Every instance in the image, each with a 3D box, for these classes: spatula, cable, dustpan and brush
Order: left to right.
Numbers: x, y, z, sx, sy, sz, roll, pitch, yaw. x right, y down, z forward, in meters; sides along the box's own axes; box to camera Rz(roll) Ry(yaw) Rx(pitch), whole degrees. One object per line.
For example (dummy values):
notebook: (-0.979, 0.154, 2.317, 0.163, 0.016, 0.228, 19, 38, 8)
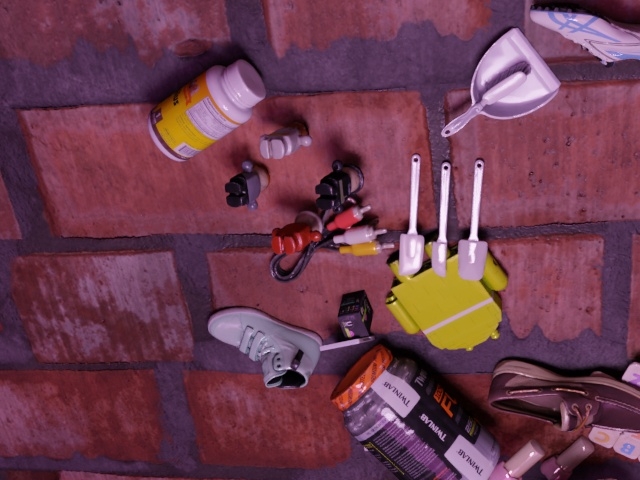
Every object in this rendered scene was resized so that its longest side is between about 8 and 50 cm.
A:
cable: (0.000, 0.000, 1.880, 0.287, 0.072, 0.139, -23, 110, 23)
spatula: (0.240, -0.043, 1.809, 0.168, 0.019, 0.242, 5, 106, 10)
dustpan and brush: (0.301, -0.255, 1.670, 0.211, 0.060, 0.147, -34, 110, 27)

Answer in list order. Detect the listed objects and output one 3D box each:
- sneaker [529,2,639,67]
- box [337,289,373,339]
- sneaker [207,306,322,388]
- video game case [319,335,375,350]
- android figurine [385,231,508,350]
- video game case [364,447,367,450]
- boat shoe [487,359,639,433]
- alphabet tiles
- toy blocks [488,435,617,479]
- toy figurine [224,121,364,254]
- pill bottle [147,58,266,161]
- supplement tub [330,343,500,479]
sneaker: (0.459, -0.339, 1.572, 0.237, 0.085, 0.086, 17, 113, 0)
box: (0.073, 0.154, 1.955, 0.052, 0.083, 0.062, -14, 119, 18)
sneaker: (-0.130, 0.232, 2.003, 0.255, 0.151, 0.094, 14, 125, 3)
video game case: (0.058, 0.216, 1.984, 0.087, 0.122, 0.011, -13, 84, 18)
android figurine: (0.260, 0.114, 1.912, 0.248, 0.056, 0.273, -32, 109, 25)
video game case: (0.164, 0.418, 2.143, 0.143, 0.019, 0.157, -1, 121, 11)
boat shoe: (0.512, 0.347, 1.934, 0.342, 0.123, 0.123, 15, 132, 16)
alphabet tiles: (0.680, 0.373, 1.966, 0.284, 0.021, 0.278, 23, 136, 11)
toy blocks: (0.490, 0.606, 1.974, 0.288, 0.309, 0.260, 11, 127, -47)
toy figurine: (-0.050, -0.103, 1.773, 0.209, 0.148, 0.213, 42, 121, 5)
pill bottle: (-0.208, -0.243, 1.738, 0.215, 0.117, 0.117, -29, 112, 25)
supplement tub: (0.195, 0.391, 1.989, 0.338, 0.207, 0.207, 43, 120, -4)
